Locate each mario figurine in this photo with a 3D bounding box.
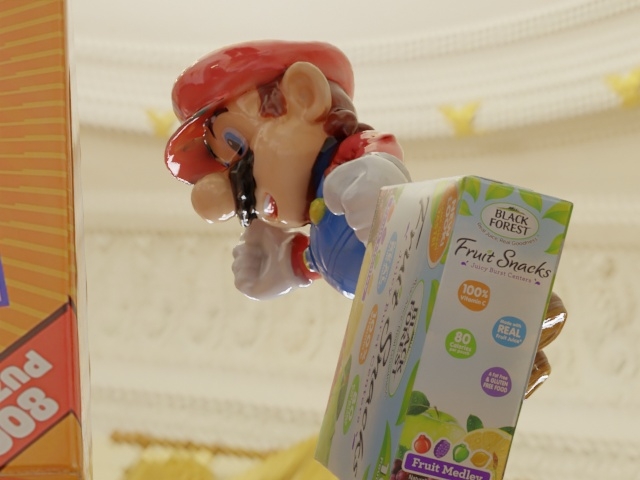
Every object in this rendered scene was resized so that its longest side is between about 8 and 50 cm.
[{"bbox_3d":[0.000,0.000,1.284,0.320,0.170,0.198,45,-62,26],"label":"mario figurine"}]

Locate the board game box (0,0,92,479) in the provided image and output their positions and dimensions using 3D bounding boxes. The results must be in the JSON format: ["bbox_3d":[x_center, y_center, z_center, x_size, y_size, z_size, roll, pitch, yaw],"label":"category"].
[{"bbox_3d":[-0.285,0.071,0.910,0.356,0.356,0.356,-2,-41,-7],"label":"board game box"}]

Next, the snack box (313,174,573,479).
[{"bbox_3d":[0.034,0.032,0.619,0.037,0.100,0.141,13,-1,-8],"label":"snack box"}]
